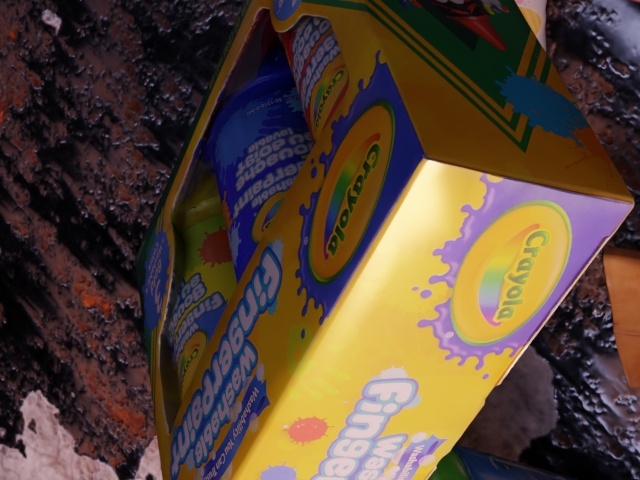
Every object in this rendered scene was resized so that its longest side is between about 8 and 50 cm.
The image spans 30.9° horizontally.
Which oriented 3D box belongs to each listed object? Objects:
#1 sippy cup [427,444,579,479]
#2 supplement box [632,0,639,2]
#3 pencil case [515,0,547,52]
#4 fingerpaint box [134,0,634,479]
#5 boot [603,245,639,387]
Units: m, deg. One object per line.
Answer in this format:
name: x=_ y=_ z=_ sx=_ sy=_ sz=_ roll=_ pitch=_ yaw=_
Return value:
sippy cup: x=0.140 y=0.280 z=0.967 sx=0.240 sy=0.224 sz=0.306 roll=130 pitch=144 yaw=-49
supplement box: x=0.291 y=-0.286 z=0.928 sx=0.104 sy=0.081 sz=0.188 roll=14 pitch=114 yaw=16
pencil case: x=0.146 y=-0.199 z=1.022 sx=0.113 sy=0.124 sz=0.273 roll=0 pitch=95 yaw=-8
fingerpaint box: x=0.000 y=0.000 z=0.917 sx=0.445 sy=0.163 sz=0.371 roll=-61 pitch=30 yaw=36
boot: x=0.365 y=0.021 z=0.901 sx=0.280 sy=0.096 sz=0.264 roll=6 pitch=133 yaw=29
